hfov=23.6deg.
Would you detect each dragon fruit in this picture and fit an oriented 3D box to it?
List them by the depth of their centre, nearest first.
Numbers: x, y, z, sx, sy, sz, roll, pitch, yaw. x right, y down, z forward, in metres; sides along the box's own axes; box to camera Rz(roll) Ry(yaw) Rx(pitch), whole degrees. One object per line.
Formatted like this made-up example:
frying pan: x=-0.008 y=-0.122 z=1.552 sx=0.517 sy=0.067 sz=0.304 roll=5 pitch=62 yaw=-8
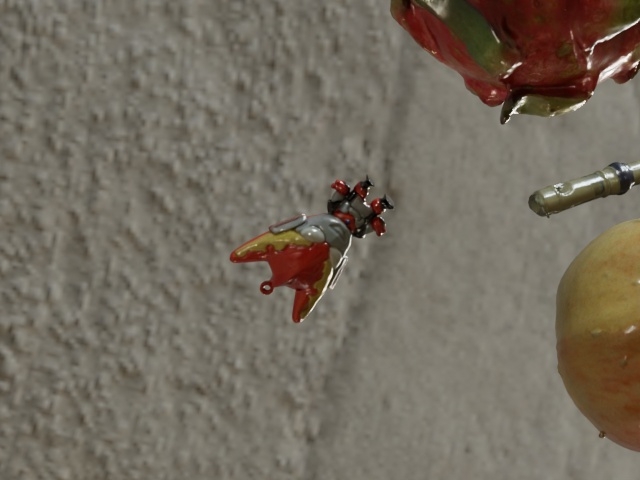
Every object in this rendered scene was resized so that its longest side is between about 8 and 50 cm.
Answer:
dragon fruit: x=0.195 y=-0.247 z=1.440 sx=0.302 sy=0.231 sz=0.237 roll=16 pitch=113 yaw=-22

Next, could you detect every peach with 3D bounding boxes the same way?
peach: x=0.324 y=0.077 z=1.375 sx=0.232 sy=0.232 sz=0.233 roll=-19 pitch=114 yaw=-54

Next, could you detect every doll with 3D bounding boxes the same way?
doll: x=0.000 y=0.000 z=1.603 sx=0.169 sy=0.057 sz=0.109 roll=-43 pitch=109 yaw=8

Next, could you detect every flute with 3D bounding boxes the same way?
flute: x=0.255 y=-0.057 z=1.141 sx=0.233 sy=0.027 sz=0.027 roll=-17 pitch=116 yaw=-21
